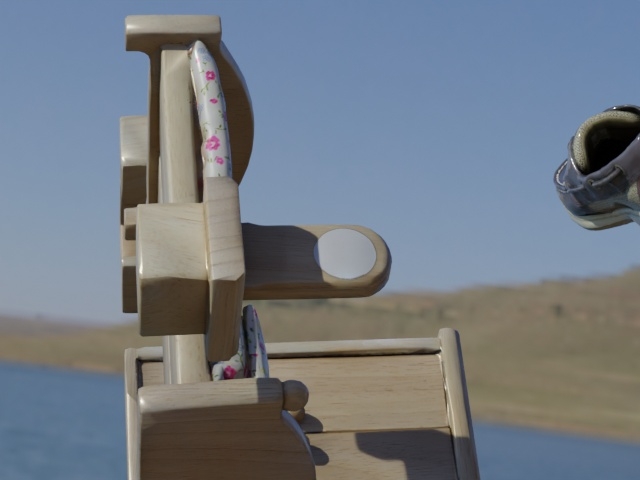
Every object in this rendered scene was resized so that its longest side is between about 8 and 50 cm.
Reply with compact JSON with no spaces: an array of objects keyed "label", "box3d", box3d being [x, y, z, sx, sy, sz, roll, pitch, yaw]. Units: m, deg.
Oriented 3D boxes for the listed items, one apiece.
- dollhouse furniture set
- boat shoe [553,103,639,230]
[{"label":"dollhouse furniture set","box3d":[0.000,0.000,0.876,0.174,0.303,0.355,-1,-37,-7]},{"label":"boat shoe","box3d":[0.250,-0.066,1.637,0.092,0.103,0.285,50,-3,-10]}]
